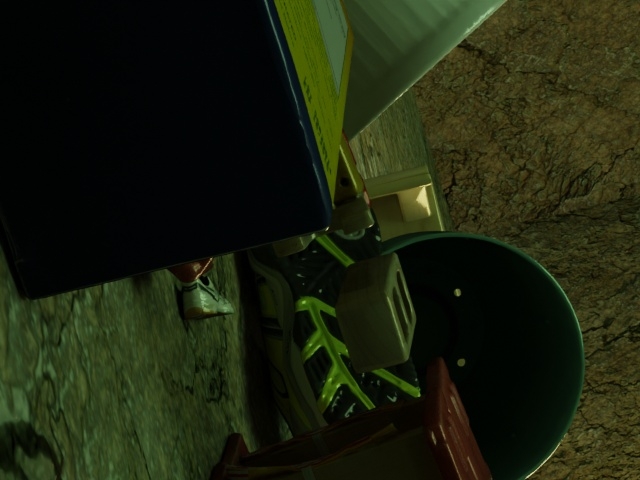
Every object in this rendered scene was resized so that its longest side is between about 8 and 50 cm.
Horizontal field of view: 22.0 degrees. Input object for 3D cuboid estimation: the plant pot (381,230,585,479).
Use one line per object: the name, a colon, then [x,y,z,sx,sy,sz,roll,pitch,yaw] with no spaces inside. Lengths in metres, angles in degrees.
plant pot: [0.123,0.121,1.842,0.235,0.293,0.293,-130,-156,-80]

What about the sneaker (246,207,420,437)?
sneaker: [-0.012,0.074,1.622,0.384,0.145,0.147,-100,-157,-43]

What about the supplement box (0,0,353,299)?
supplement box: [-0.100,-0.139,1.077,0.356,0.195,0.194,-82,157,-66]

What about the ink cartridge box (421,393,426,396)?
ink cartridge box: [0.082,0.283,1.686,0.092,0.158,0.218,-75,150,-75]

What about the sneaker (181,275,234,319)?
sneaker: [-0.093,0.046,1.361,0.083,0.032,0.037,25,52,-79]

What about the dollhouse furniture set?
dollhouse furniture set: [-0.017,0.083,1.284,0.152,0.201,0.374,-67,137,-75]

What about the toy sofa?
toy sofa: [0.119,0.089,2.246,0.177,0.150,0.362,-52,128,-85]

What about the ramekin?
ramekin: [0.061,-0.221,1.746,0.135,0.277,0.277,48,11,-2]
